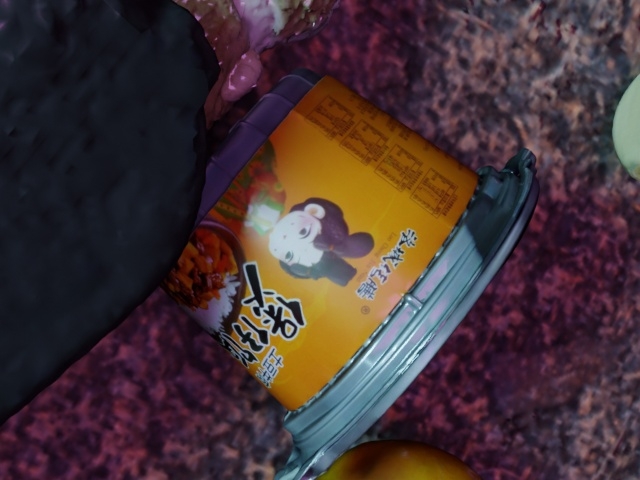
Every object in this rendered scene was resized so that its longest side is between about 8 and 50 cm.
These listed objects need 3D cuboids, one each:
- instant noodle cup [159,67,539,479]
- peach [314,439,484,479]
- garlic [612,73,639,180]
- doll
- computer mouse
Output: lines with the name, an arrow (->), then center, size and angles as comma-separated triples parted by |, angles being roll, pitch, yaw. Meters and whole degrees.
instant noodle cup -> 0.000, 0.000, 0.479 | 0.125, 0.177, 0.208 | 39, 55, -3
peach -> 0.041, 0.179, 0.527 | 0.138, 0.138, 0.138 | -2, 97, -16
garlic -> 0.195, -0.070, 0.576 | 0.041, 0.053, 0.083 | 30, 80, -15
doll -> -0.084, -0.088, 0.470 | 0.221, 0.105, 0.115 | -47, 132, -1
computer mouse -> -0.181, 0.009, 0.346 | 0.323, 0.116, 0.183 | -38, 138, -16
